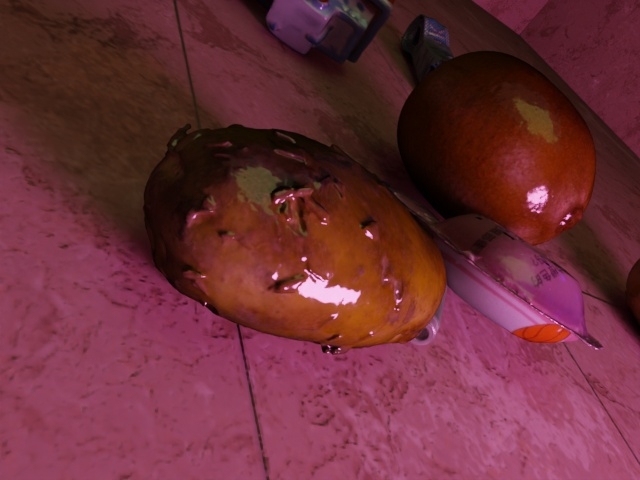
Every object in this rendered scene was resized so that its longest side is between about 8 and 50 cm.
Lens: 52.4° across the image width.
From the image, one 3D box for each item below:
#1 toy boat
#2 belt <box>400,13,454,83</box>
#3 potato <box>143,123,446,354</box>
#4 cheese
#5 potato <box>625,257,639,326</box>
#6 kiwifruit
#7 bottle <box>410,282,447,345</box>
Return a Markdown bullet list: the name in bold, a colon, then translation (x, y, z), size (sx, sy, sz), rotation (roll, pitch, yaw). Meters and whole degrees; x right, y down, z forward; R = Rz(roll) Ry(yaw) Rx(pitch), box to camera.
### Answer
- **toy boat**: translation (-0.066, -0.361, 0.861), size (0.332, 0.145, 0.133), rotation (35, 56, -8)
- **belt**: translation (0.210, -0.329, 1.185), size (0.072, 0.087, 0.302), rotation (30, 29, -25)
- **potato**: translation (0.000, 0.000, 0.431), size (0.251, 0.113, 0.149), rotation (14, 38, -39)
- **cheese**: translation (0.145, 0.010, 0.623), size (0.286, 0.074, 0.189), rotation (39, 11, 24)
- **potato**: translation (0.479, 0.088, 0.903), size (0.243, 0.098, 0.138), rotation (-12, 53, -49)
- **kiwifruit**: translation (0.199, -0.097, 0.733), size (0.234, 0.196, 0.196), rotation (50, 29, 23)
- **bottle**: translation (0.088, 0.055, 0.545), size (0.030, 0.030, 0.083), rotation (38, 29, -4)
